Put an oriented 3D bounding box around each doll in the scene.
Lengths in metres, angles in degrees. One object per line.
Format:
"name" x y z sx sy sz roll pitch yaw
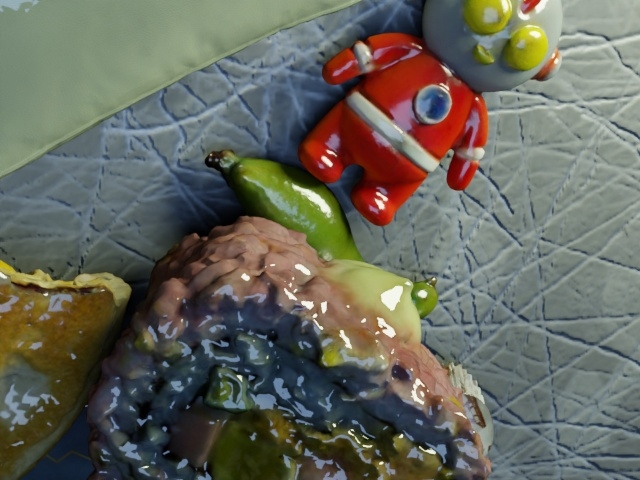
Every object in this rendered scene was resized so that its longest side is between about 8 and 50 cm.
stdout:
"doll" 0.094 -0.123 0.917 0.142 0.076 0.245 40 101 -23

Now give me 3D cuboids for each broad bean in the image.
"broad bean" 0.000 0.000 0.953 0.213 0.048 0.070 38 99 -23

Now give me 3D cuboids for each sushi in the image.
"sushi" -0.016 0.112 0.894 0.270 0.171 0.236 33 106 -6

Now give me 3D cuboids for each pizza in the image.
"pizza" -0.333 0.095 0.877 0.409 0.114 0.277 -30 115 -1

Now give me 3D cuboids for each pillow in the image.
"pillow" -0.145 -0.204 0.804 0.322 0.120 0.255 -26 112 -2

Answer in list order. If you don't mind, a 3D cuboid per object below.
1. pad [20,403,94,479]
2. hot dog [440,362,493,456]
"pad" -0.141 0.190 1.015 0.243 0.004 0.163 -18 113 -5
"hot dog" 0.049 0.173 1.024 0.191 0.059 0.108 -25 105 -1
